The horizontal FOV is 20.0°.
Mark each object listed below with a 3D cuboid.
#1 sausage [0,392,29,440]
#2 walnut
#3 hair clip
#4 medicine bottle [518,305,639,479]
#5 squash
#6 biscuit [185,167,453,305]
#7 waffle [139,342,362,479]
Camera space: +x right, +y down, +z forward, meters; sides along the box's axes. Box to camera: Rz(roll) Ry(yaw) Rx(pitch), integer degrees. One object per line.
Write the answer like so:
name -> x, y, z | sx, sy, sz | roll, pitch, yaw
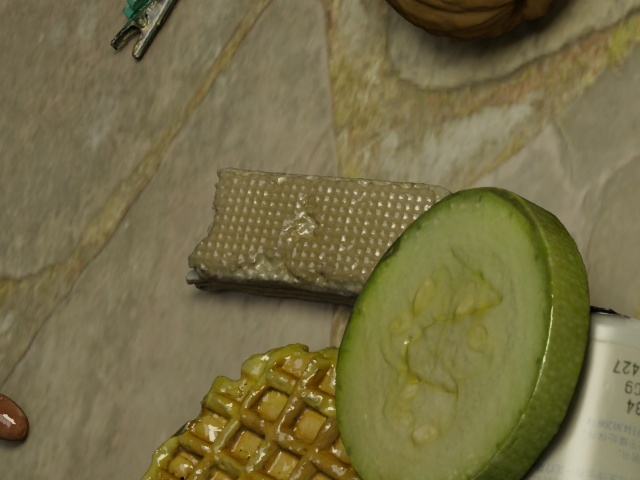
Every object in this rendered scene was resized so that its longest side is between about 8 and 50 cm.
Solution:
sausage -> -0.347, 0.151, 1.669 | 0.186, 0.043, 0.043 | 6, 71, 28
walnut -> 0.119, -0.278, 1.553 | 0.213, 0.213, 0.213 | -10, 64, 22
hair clip -> -0.144, -0.252, 1.749 | 0.049, 0.049, 0.173 | 39, 89, 33
medicine bottle -> 0.193, 0.192, 1.331 | 0.143, 0.143, 0.258 | 4, 69, 27
squash -> 0.100, 0.086, 1.362 | 0.252, 0.049, 0.252 | -34, 44, 40
biscuit -> 0.000, 0.000, 1.558 | 0.239, 0.062, 0.108 | 6, 71, 28
waffle -> -0.048, 0.218, 1.488 | 0.281, 0.060, 0.262 | -17, 59, 17
